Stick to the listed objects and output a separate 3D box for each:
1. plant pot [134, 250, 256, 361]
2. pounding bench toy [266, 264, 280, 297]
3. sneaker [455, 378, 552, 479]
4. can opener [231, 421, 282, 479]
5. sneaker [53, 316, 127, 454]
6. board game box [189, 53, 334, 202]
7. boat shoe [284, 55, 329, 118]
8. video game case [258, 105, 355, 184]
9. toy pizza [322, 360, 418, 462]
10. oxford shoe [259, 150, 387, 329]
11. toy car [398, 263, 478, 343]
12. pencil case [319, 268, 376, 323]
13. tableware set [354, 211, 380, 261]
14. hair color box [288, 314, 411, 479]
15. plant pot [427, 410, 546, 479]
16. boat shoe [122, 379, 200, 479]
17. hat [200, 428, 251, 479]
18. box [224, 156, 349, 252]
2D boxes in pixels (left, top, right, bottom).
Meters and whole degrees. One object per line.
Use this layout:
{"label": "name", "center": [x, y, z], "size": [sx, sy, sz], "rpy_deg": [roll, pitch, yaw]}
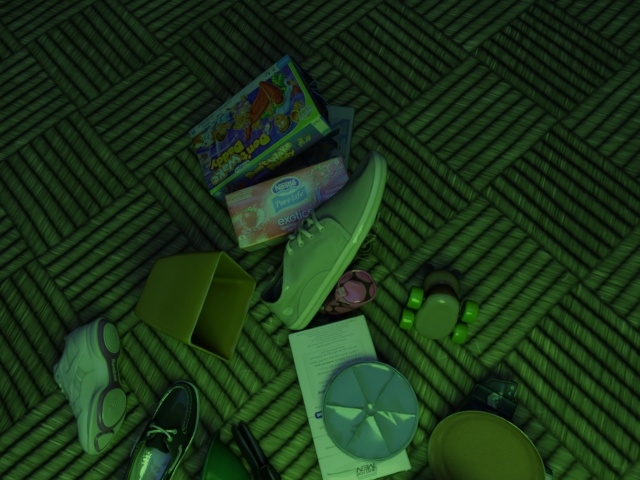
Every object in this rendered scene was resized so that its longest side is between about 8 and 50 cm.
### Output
{"label": "plant pot", "center": [-0.301, 0.145, 1.169], "size": [0.187, 0.212, 0.212], "rpy_deg": [8, 69, 20]}
{"label": "pounding bench toy", "center": [-0.101, 0.105, 1.238], "size": [0.052, 0.065, 0.083], "rpy_deg": [-32, 72, -10]}
{"label": "sneaker", "center": [0.425, 0.403, 1.086], "size": [0.226, 0.086, 0.163], "rpy_deg": [31, 76, 15]}
{"label": "can opener", "center": [-0.138, 0.487, 1.101], "size": [0.073, 0.059, 0.186], "rpy_deg": [-46, 61, 14]}
{"label": "sneaker", "center": [-0.541, 0.342, 1.160], "size": [0.152, 0.114, 0.305], "rpy_deg": [-17, 64, 11]}
{"label": "board game box", "center": [-0.164, -0.288, 1.303], "size": [0.347, 0.078, 0.233], "rpy_deg": [-33, 61, 15]}
{"label": "boat shoe", "center": [-0.062, -0.422, 1.394], "size": [0.109, 0.089, 0.258], "rpy_deg": [-26, 58, -16]}
{"label": "video game case", "center": [-0.069, -0.240, 1.386], "size": [0.300, 0.036, 0.329], "rpy_deg": [6, 69, 5]}
{"label": "toy pizza", "center": [0.103, 0.354, 1.038], "size": [0.201, 0.032, 0.201], "rpy_deg": [0, 69, 0]}
{"label": "oxford shoe", "center": [0.000, 0.000, 1.081], "size": [0.130, 0.169, 0.449], "rpy_deg": [27, 109, -14]}
{"label": "toy car", "center": [0.286, 0.129, 1.200], "size": [0.155, 0.149, 0.188], "rpy_deg": [14, 41, 4]}
{"label": "pencil case", "center": [0.052, 0.129, 1.145], "size": [0.098, 0.209, 0.095], "rpy_deg": [-3, 72, -15]}
{"label": "tableware set", "center": [0.096, -0.025, 1.302], "size": [0.104, 0.024, 0.154], "rpy_deg": [13, 70, 8]}
{"label": "hair color box", "center": [0.057, 0.357, 1.111], "size": [0.185, 0.110, 0.339], "rpy_deg": [-14, 67, -5]}
{"label": "plant pot", "center": [0.343, 0.464, 1.036], "size": [0.236, 0.032, 0.236], "rpy_deg": [4, 98, 29]}
{"label": "boat shoe", "center": [-0.353, 0.460, 1.098], "size": [0.114, 0.091, 0.302], "rpy_deg": [10, 70, 6]}
{"label": "hat", "center": [-0.151, 0.515, 1.041], "size": [0.183, 0.208, 0.173], "rpy_deg": [11, 27, 0]}
{"label": "box", "center": [-0.064, -0.081, 1.234], "size": [0.300, 0.154, 0.142], "rpy_deg": [-18, 83, 3]}
